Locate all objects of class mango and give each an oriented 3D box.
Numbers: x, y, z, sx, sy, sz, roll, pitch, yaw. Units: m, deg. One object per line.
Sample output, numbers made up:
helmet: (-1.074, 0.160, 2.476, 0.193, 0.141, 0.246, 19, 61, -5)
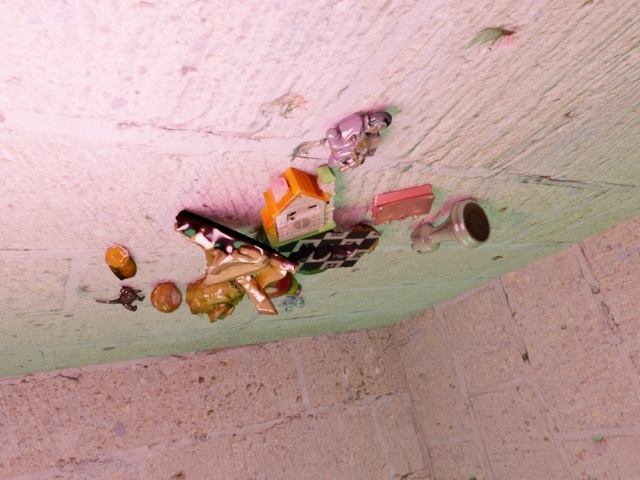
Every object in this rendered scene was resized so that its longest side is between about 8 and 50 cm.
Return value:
mango: (-0.178, 0.208, 2.237, 0.117, 0.089, 0.163, -16, 149, 29)

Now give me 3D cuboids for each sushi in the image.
sushi: (0.000, 0.000, 1.701, 0.373, 0.100, 0.296, -3, 152, -24)

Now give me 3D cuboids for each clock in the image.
clock: (-0.067, -0.113, 1.392, 0.219, 0.106, 0.255, -19, 151, -12)

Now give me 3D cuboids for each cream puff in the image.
cream puff: (0.170, -0.011, 1.820, 0.119, 0.133, 0.104, 19, 110, -4)
cream puff: (-0.458, 0.268, 2.064, 0.281, 0.185, 0.282, -8, 160, -3)
cream puff: (-0.650, 0.241, 1.954, 0.103, 0.126, 0.144, -4, 155, 22)

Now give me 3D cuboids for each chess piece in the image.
chess piece: (0.514, -0.036, 1.901, 0.194, 0.195, 0.299, 2, 163, -37)

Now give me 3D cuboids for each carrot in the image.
carrot: (-0.669, 0.082, 1.575, 0.082, 0.082, 0.173, -8, 161, -14)

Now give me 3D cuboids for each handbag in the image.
handbag: (0.293, -0.120, 1.663, 0.212, 0.059, 0.157, -12, 153, -4)

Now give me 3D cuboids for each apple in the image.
apple: (-0.221, 0.161, 1.978, 0.201, 0.162, 0.201, -16, 171, -2)

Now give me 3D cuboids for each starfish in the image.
starfish: (-0.158, -0.049, 1.594, 0.176, 0.053, 0.208, -19, 162, -6)

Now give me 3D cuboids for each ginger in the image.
ginger: (-0.257, 0.087, 1.418, 0.413, 0.211, 0.358, 26, 177, -36)

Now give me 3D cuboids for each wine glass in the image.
wine glass: (-0.164, 0.254, 2.383, 0.072, 0.072, 0.155, -27, 157, 34)

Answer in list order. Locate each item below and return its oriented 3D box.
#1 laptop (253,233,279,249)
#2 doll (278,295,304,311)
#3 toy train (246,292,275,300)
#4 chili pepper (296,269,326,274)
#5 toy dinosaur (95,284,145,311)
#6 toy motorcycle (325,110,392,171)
laptop: (-0.136, -0.004, 1.781, 0.269, 0.015, 0.187, -2, 157, -28)
doll: (-0.160, 0.358, 2.675, 0.159, 0.059, 0.158, -20, 159, 22)
toy train: (-0.288, 0.263, 2.344, 0.081, 0.060, 0.202, -32, 154, 25)
chili pepper: (-0.063, 0.099, 1.984, 0.083, 0.099, 0.253, -18, 162, 40)
toy dinosaur: (-0.826, 0.216, 1.929, 0.179, 0.087, 0.187, 26, 135, -2)
toy motorcycle: (0.076, -0.250, 1.176, 0.152, 0.073, 0.225, -3, 156, -23)
